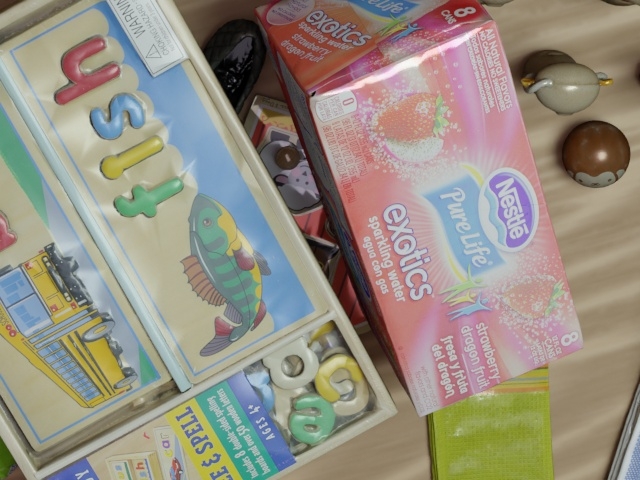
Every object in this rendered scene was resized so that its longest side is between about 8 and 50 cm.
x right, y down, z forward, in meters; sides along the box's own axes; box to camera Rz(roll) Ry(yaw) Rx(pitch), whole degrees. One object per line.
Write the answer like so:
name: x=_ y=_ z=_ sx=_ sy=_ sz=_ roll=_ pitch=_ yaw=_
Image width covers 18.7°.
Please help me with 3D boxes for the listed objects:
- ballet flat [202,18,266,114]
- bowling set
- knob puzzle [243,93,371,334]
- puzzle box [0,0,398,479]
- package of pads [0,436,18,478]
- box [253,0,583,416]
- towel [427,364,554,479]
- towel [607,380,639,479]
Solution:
ballet flat: x=-0.093 y=-0.094 z=1.512 sx=0.057 sy=0.049 sz=0.173 roll=23 pitch=98 yaw=-6
bowling set: x=0.237 y=-0.133 z=1.467 sx=0.287 sy=0.154 sz=0.200 roll=-5 pitch=100 yaw=-1
knob puzzle: x=0.000 y=0.000 z=1.543 sx=0.213 sy=0.030 sz=0.213 roll=-1 pitch=101 yaw=-3
puzzle box: x=-0.154 y=0.017 z=1.429 sx=0.272 sy=0.052 sz=0.409 roll=-29 pitch=104 yaw=1
package of pads: x=-0.275 y=0.002 z=1.494 sx=0.296 sy=0.101 sz=0.229 roll=43 pitch=96 yaw=-12
box: x=0.075 y=-0.043 z=1.414 sx=0.142 sy=0.154 sz=0.300 roll=-23 pitch=124 yaw=-3
towel: x=0.140 y=0.156 z=1.582 sx=0.102 sy=0.021 sz=0.237 roll=-5 pitch=101 yaw=-1
towel: x=0.368 y=0.229 z=1.601 sx=0.285 sy=0.034 sz=0.209 roll=15 pitch=97 yaw=-7
